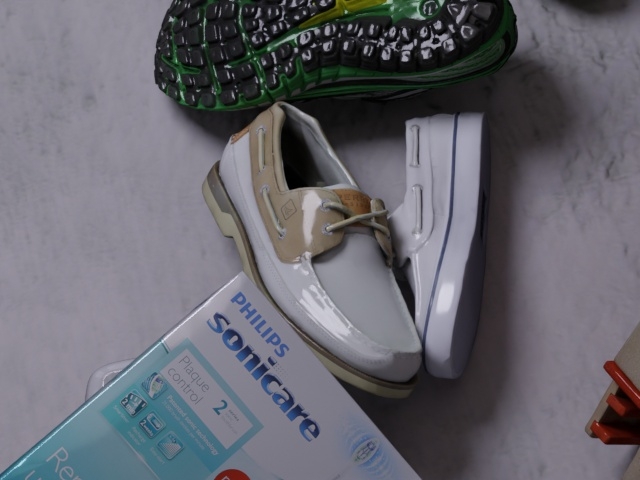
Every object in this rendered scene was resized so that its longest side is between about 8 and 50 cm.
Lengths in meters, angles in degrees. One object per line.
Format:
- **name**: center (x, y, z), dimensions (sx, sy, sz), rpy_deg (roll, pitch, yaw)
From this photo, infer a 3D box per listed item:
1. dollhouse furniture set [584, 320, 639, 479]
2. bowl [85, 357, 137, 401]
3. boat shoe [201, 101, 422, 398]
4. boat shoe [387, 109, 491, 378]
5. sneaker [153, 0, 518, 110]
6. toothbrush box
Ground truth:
- **dollhouse furniture set**: center (0.319, 0.165, 1.374), dimensions (0.262, 0.135, 0.259), rpy_deg (6, 30, -37)
- **bowl**: center (-0.127, 0.151, 1.535), dimensions (0.142, 0.053, 0.142), rpy_deg (-7, 59, 3)
- **boat shoe**: center (0.000, 0.000, 1.523), dimensions (0.103, 0.113, 0.302), rpy_deg (-58, 46, 23)
- **boat shoe**: center (0.092, 0.003, 1.572), dimensions (0.084, 0.095, 0.258), rpy_deg (0, 50, 13)
- **sneaker**: center (0.009, -0.164, 1.657), dimensions (0.344, 0.146, 0.134), rpy_deg (-1, 74, 24)
- **toothbrush box**: center (-0.106, 0.201, 1.415), dimensions (0.295, 0.126, 0.216), rpy_deg (-40, 92, -15)
